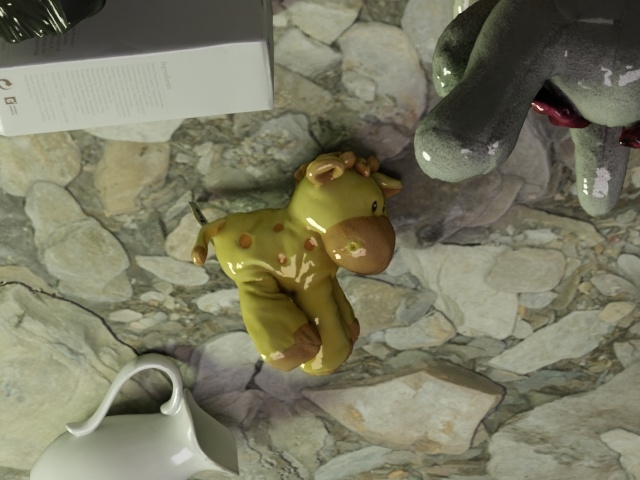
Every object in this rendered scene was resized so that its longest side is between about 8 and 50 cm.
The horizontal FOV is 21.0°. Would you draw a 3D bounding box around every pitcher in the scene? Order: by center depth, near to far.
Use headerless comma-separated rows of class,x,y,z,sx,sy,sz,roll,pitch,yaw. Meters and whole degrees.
pitcher,-0.215,0.222,1.863,0.207,0.125,0.178,-25,114,8

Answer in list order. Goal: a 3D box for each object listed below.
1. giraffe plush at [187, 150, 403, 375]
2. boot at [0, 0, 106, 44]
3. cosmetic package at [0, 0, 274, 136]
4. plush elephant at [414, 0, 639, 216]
giraffe plush,0.000,0.000,1.612,0.170,0.181,0.210,-37,94,19
boot,-0.145,-0.262,1.279,0.260,0.348,0.131,-38,117,-17
cosmetic package,-0.155,-0.162,1.428,0.231,0.117,0.085,-4,139,3
plush elephant,0.231,-0.138,1.397,0.271,0.330,0.255,5,162,10
